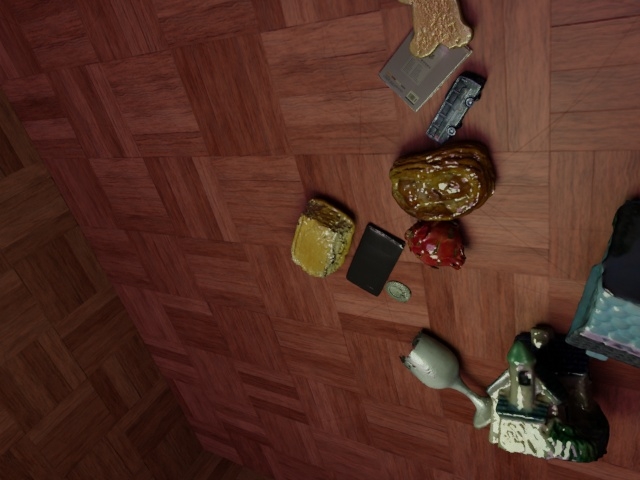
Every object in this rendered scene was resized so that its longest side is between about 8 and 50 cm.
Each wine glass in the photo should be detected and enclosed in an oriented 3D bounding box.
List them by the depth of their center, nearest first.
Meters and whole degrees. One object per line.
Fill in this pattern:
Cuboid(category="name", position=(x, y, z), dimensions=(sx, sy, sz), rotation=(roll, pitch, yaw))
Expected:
Cuboid(category="wine glass", position=(0.396, 0.416, 1.466), dimensions=(0.321, 0.143, 0.143), rotation=(41, 137, 5))

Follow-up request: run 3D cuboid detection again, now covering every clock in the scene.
Cuboid(category="clock", position=(0.234, 0.155, 1.465), dimensions=(0.083, 0.010, 0.074), rotation=(29, 135, 14))

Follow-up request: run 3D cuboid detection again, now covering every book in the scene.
Cuboid(category="book", position=(0.220, -0.383, 1.051), dimensions=(0.127, 0.014, 0.182), rotation=(43, 137, -1))

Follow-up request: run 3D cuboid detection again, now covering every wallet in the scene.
Cuboid(category="wallet", position=(0.157, 0.065, 1.438), dimensions=(0.124, 0.025, 0.244), rotation=(31, 136, 12))

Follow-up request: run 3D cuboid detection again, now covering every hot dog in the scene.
Cuboid(category="hot dog", position=(0.269, -0.133, 1.140), dimensions=(0.259, 0.114, 0.175), rotation=(-8, 120, 38))

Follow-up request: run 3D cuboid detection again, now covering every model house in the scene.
Cuboid(category="model house", position=(0.713, 0.161, 0.959), dimensions=(0.360, 0.297, 0.339), rotation=(19, 139, 23))
Cuboid(category="model house", position=(0.560, 0.362, 1.201), dimensions=(0.243, 0.298, 0.284), rotation=(-8, 81, 37))

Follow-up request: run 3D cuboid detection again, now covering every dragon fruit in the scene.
Cuboid(category="dragon fruit", position=(0.299, 0.005, 1.226), dimensions=(0.166, 0.133, 0.136), rotation=(36, 178, 8))

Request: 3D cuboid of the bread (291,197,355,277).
Cuboid(category="bread", position=(0.000, 0.000, 1.429), dimensions=(0.174, 0.121, 0.246), rotation=(35, 141, 19))

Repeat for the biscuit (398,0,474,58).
Cuboid(category="biscuit", position=(0.221, -0.482, 0.936), dimensions=(0.153, 0.030, 0.234), rotation=(-1, 124, 33))

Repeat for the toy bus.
Cuboid(category="toy bus", position=(0.293, -0.286, 1.053), dimensions=(0.065, 0.047, 0.166), rotation=(37, 137, 11))
